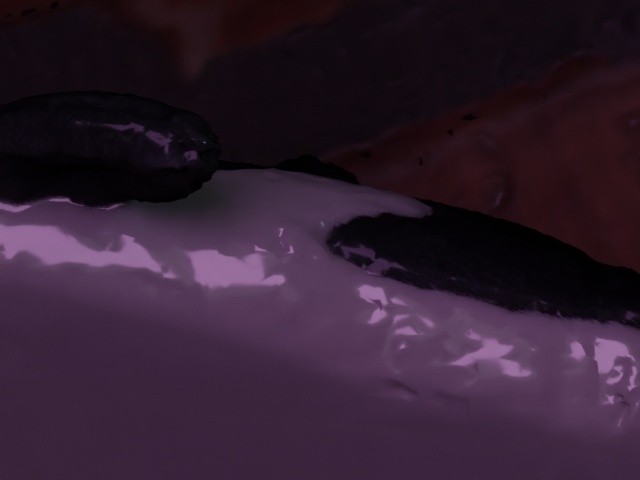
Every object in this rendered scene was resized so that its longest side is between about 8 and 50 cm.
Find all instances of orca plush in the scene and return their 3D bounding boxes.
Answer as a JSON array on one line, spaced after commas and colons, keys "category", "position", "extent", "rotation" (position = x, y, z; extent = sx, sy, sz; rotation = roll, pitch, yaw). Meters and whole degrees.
[{"category": "orca plush", "position": [0.000, 0.000, 0.379], "extent": [0.287, 0.151, 0.102], "rotation": [-8, 39, 18]}]
